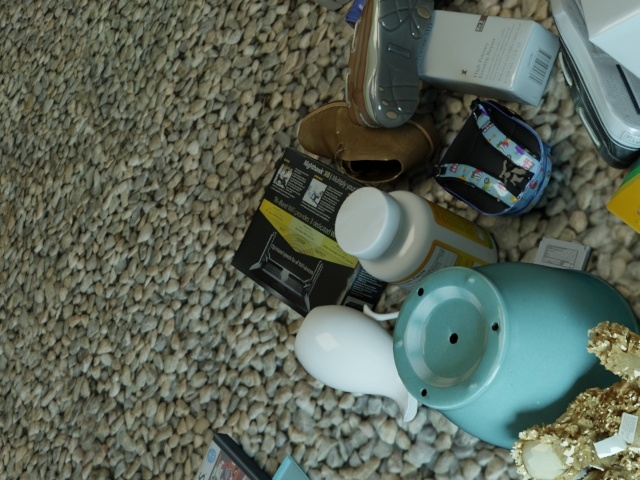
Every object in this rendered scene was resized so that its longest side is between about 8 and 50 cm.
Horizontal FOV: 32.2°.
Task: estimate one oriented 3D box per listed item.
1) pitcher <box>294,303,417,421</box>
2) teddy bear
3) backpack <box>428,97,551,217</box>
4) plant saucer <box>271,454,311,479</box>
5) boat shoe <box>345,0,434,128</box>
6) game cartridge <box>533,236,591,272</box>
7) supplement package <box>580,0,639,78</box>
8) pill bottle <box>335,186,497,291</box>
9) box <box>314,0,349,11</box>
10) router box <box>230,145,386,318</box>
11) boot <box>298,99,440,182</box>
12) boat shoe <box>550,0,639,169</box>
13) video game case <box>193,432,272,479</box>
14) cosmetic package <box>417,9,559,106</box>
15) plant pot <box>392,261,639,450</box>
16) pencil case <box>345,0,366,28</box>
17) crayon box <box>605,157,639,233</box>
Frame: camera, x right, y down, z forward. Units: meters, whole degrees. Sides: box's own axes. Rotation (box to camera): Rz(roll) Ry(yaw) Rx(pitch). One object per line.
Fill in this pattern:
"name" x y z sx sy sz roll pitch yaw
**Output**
"pitcher" 0.080 0.159 1.715 0.207 0.125 0.177 24 75 19
"teddy bear" 0.395 0.216 1.338 0.245 0.113 0.338 35 99 5
"backpack" 0.274 -0.109 1.649 0.173 0.117 0.158 41 104 47
"plant saucer" -0.018 0.431 1.799 0.192 0.018 0.067 42 104 45
"boat shoe" 0.099 -0.335 1.810 0.116 0.123 0.324 -9 65 52
"game cartridge" 0.347 0.028 1.593 0.083 0.017 0.056 15 82 48
"supplement package" 0.478 -0.327 1.421 0.199 0.263 0.198 -26 57 36
"pill bottle" 0.140 0.006 1.643 0.136 0.246 0.136 -20 60 39
"box" 0.016 -0.600 2.159 0.063 0.067 0.324 -24 59 38
"router box" 0.000 0.000 1.912 0.309 0.081 0.243 33 98 47
"boot" 0.052 -0.162 1.881 0.305 0.112 0.115 9 46 47
"boat shoe" 0.388 -0.252 1.584 0.119 0.121 0.335 112 156 -55
"video game case" -0.152 0.503 1.880 0.275 0.035 0.248 35 104 48
"cosmetic package" 0.258 -0.294 1.768 0.231 0.085 0.117 18 88 47
"plant pot" 0.241 0.145 1.463 0.272 0.255 0.271 -17 65 42
"pencil case" 0.163 -0.483 1.922 0.306 0.133 0.119 -62 0 5
"crayon box" 0.494 -0.040 1.372 0.165 0.081 0.278 -57 28 12
